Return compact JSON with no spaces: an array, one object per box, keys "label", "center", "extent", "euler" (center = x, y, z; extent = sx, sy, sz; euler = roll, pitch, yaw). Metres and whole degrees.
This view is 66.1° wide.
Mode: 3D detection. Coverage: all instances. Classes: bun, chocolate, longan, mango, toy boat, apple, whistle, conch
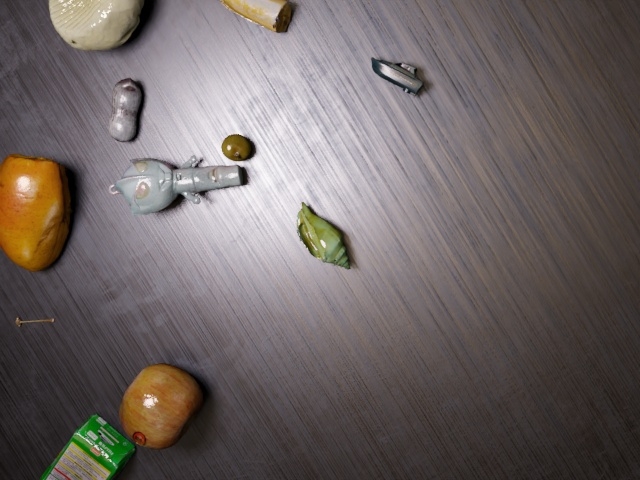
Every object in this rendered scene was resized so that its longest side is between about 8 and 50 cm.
[{"label":"bun","center":[-0.533,-0.595,1.214],"extent":[0.260,0.160,0.258],"euler":[1,92,25]},{"label":"chocolate","center":[-0.511,-0.340,1.285],"extent":[0.072,0.072,0.166],"euler":[13,102,8]},{"label":"longan","center":[-0.213,-0.230,1.242],"extent":[0.075,0.083,0.075],"euler":[-4,133,-5]},{"label":"chocolate","center":[-0.179,-0.583,1.197],"extent":[0.220,0.086,0.085],"euler":[29,101,9]},{"label":"mango","center":[-0.774,-0.069,1.319],"extent":[0.201,0.199,0.349],"euler":[33,117,33]},{"label":"toy boat","center":[0.179,-0.397,1.163],"extent":[0.141,0.055,0.060],"euler":[30,109,5]},{"label":"apple","center":[-0.421,0.436,1.303],"extent":[0.188,0.211,0.211],"euler":[29,101,4]},{"label":"whistle","center":[-0.375,-0.149,1.266],"extent":[0.347,0.133,0.142],"euler":[-6,56,1]},{"label":"conch","center":[0.004,0.000,1.238],"extent":[0.201,0.080,0.094],"euler":[43,116,20]}]

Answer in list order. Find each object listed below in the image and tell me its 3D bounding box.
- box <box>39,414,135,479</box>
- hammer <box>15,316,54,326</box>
[{"label":"box","center":[-0.679,0.656,1.430],"extent":[0.180,0.103,0.250],"euler":[38,103,3]},{"label":"hammer","center":[-0.841,0.237,1.449],"extent":[0.123,0.014,0.029],"euler":[-4,105,8]}]
